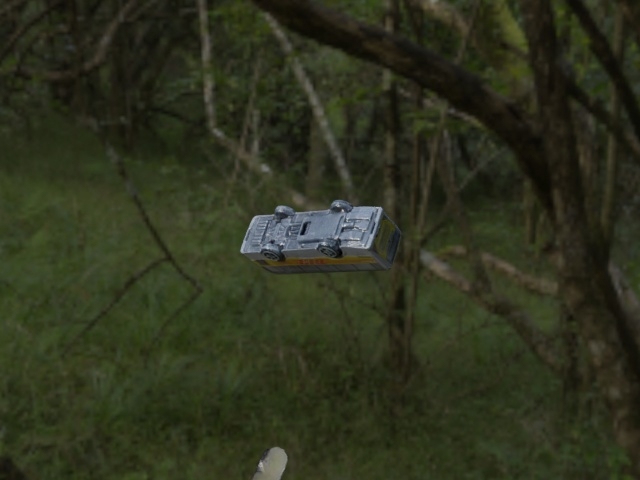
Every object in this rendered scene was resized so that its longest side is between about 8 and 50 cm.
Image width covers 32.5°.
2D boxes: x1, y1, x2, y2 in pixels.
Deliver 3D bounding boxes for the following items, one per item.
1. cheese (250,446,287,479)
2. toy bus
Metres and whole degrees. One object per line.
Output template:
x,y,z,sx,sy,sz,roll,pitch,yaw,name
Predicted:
-0.111,0.334,0.952,0.034,0.085,0.400,28,35,3,cheese
0.000,0.000,1.262,0.191,0.064,0.075,-5,-33,41,toy bus
